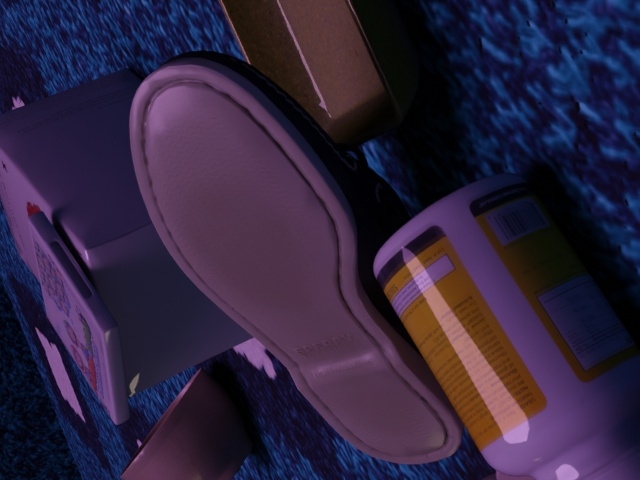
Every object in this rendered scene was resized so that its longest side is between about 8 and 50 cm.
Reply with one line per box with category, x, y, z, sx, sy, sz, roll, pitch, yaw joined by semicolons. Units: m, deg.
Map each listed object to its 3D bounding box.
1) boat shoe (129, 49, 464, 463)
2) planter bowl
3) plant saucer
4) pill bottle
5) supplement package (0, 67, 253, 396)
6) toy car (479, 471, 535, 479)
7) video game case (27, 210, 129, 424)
boat shoe;0.004;-0.001;0.756;0.127;0.113;0.340;-18;126;32
planter bowl;-0.150;0.250;1.427;0.109;0.162;0.162;38;158;-3
plant saucer;-0.005;-0.151;0.776;0.188;0.045;0.188;65;159;-2
pill bottle;0.115;0.063;0.651;0.184;0.103;0.103;60;158;15
supplement package;-0.191;-0.019;1.172;0.293;0.175;0.178;39;146;47
toy car;0.147;0.222;0.736;0.136;0.159;0.182;24;151;2
video game case;-0.215;0.072;1.061;0.143;0.019;0.157;50;154;29
